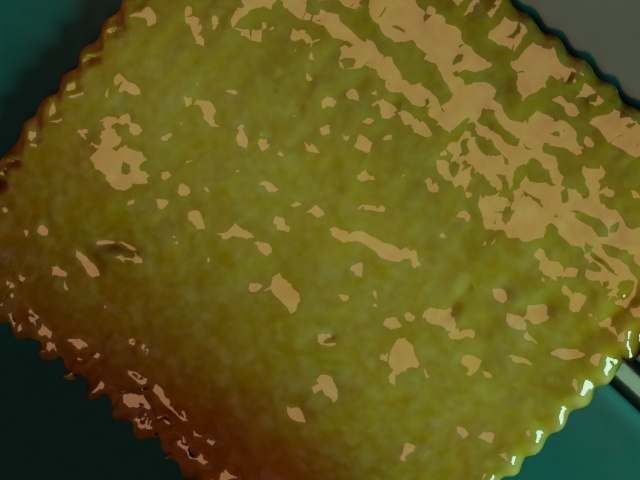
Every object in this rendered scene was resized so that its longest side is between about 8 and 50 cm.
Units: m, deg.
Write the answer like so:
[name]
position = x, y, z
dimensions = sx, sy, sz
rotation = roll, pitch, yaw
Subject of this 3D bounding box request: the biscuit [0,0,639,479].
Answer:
[biscuit]
position = 0.000, 0.000, 0.665
dimensions = 0.232, 0.013, 0.237
rotation = 41, 112, -1
